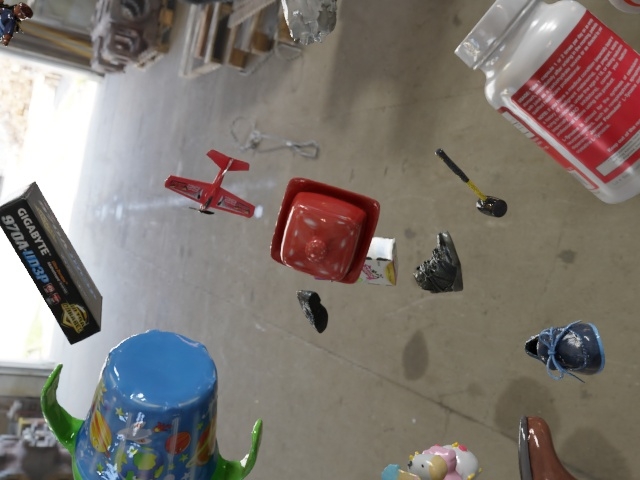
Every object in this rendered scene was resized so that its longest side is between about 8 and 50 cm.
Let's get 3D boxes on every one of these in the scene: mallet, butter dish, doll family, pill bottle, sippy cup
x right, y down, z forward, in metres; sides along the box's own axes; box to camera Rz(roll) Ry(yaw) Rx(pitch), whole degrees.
[{"bbox_3d":[0.290,-0.108,1.344,0.039,0.189,0.062,-51,31,-3],"label":"mallet"},{"bbox_3d":[0.000,0.000,1.119,0.118,0.160,0.160,-68,-5,-68],"label":"butter dish"},{"bbox_3d":[-0.485,-0.348,1.047,0.193,0.111,0.076,63,-178,19],"label":"doll family"},{"bbox_3d":[0.451,-0.275,1.264,0.229,0.407,0.229,-49,1,2],"label":"pill bottle"},{"bbox_3d":[-0.257,0.270,1.082,0.240,0.305,0.224,52,136,43],"label":"sippy cup"}]

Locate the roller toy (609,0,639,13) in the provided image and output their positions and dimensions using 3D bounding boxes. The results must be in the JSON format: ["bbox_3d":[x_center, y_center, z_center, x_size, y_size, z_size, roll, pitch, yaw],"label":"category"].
[{"bbox_3d":[0.701,-0.614,1.538,0.191,0.209,0.146,-44,36,32],"label":"roller toy"}]

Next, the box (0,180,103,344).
[{"bbox_3d":[-0.398,0.028,1.042,0.220,0.051,0.175,66,170,-17],"label":"box"}]

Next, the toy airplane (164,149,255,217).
[{"bbox_3d":[-0.164,-0.089,1.096,0.151,0.151,0.028,-50,27,45],"label":"toy airplane"}]

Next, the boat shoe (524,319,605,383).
[{"bbox_3d":[0.430,0.204,1.252,0.258,0.088,0.109,78,-174,-75],"label":"boat shoe"}]

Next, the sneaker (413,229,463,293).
[{"bbox_3d":[0.317,0.069,1.915,0.228,0.130,0.087,73,-174,-49],"label":"sneaker"}]

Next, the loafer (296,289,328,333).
[{"bbox_3d":[-0.023,0.209,2.099,0.061,0.062,0.170,20,140,39],"label":"loafer"}]

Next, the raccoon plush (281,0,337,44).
[{"bbox_3d":[0.062,-0.478,0.876,0.216,0.298,0.447,-137,35,-84],"label":"raccoon plush"}]

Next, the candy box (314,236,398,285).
[{"bbox_3d":[0.088,0.052,1.888,0.159,0.233,0.071,71,-155,-60],"label":"candy box"}]

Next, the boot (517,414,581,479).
[{"bbox_3d":[0.384,0.303,0.803,0.096,0.280,0.264,55,-161,-63],"label":"boot"}]

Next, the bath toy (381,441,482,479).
[{"bbox_3d":[0.272,0.555,1.674,0.129,0.348,0.151,41,110,28],"label":"bath toy"}]
